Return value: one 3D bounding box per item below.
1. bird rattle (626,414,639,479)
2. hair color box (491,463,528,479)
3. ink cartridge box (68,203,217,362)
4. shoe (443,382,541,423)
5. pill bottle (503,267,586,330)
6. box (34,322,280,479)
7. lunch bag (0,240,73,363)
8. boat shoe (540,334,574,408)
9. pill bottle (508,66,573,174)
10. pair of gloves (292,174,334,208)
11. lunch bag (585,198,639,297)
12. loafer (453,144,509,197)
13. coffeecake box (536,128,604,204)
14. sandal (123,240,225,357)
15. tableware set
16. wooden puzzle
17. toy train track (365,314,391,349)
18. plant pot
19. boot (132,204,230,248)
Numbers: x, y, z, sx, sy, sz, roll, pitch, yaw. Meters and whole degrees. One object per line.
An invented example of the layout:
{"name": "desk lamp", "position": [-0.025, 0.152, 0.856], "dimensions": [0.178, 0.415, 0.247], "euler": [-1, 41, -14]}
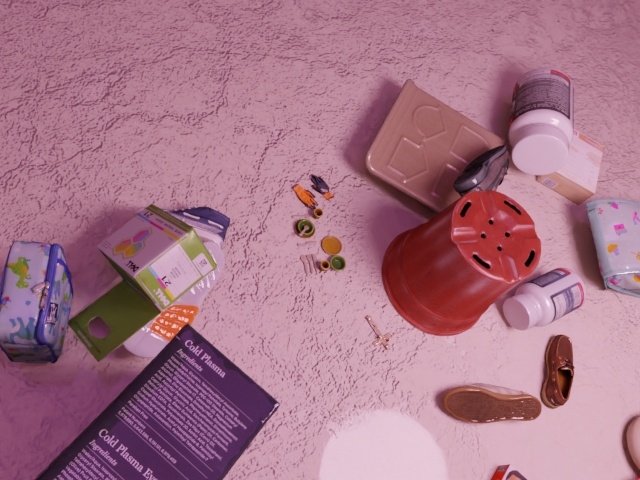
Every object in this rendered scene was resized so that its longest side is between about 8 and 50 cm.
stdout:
{"name": "bird rattle", "position": [0.770, 0.493, 1.251], "dimensions": [0.253, 0.143, 0.207], "euler": [-16, 60, -10]}
{"name": "hair color box", "position": [0.363, 0.528, 1.116], "dimensions": [0.072, 0.043, 0.141], "euler": [41, 60, 5]}
{"name": "ink cartridge box", "position": [-0.342, 0.066, 0.996], "dimensions": [0.255, 0.188, 0.097], "euler": [-41, 128, -22]}
{"name": "shoe", "position": [0.361, 0.348, 1.199], "dimensions": [0.218, 0.058, 0.077], "euler": [9, 94, -10]}
{"name": "pill bottle", "position": [0.521, 0.140, 1.313], "dimensions": [0.180, 0.108, 0.108], "euler": [-19, 73, -25]}
{"name": "box", "position": [-0.249, 0.336, 0.832], "dimensions": [0.179, 0.343, 0.312], "euler": [39, 61, 4]}
{"name": "lunch bag", "position": [-0.473, 0.104, 0.937], "dimensions": [0.090, 0.219, 0.176], "euler": [5, 64, -17]}
{"name": "boat shoe", "position": [0.554, 0.295, 1.278], "dimensions": [0.064, 0.060, 0.178], "euler": [26, 60, -5]}
{"name": "pill bottle", "position": [0.592, -0.320, 1.503], "dimensions": [0.161, 0.161, 0.283], "euler": [25, 53, -6]}
{"name": "pair of gloves", "position": [-0.015, -0.115, 1.311], "dimensions": [0.083, 0.010, 0.074], "euler": [-34, 80, -29]}
{"name": "lunch bag", "position": [0.797, 0.018, 1.435], "dimensions": [0.262, 0.160, 0.224], "euler": [10, 64, -20]}
{"name": "loafer", "position": [0.390, -0.148, 1.328], "dimensions": [0.267, 0.096, 0.084], "euler": [-39, 102, -48]}
{"name": "coffeecake box", "position": [0.698, -0.216, 1.561], "dimensions": [0.142, 0.068, 0.186], "euler": [28, 61, -4]}
{"name": "sandal", "position": [-0.281, 0.114, 1.080], "dimensions": [0.102, 0.076, 0.265], "euler": [50, 55, -23]}
{"name": "tableware set", "position": [0.000, 0.000, 1.255], "dimensions": [0.104, 0.024, 0.154], "euler": [-6, 67, -21]}
{"name": "wooden puzzle", "position": [0.298, -0.205, 1.423], "dimensions": [0.347, 0.080, 0.322], "euler": [33, 60, -7]}
{"name": "toy train track", "position": [0.126, 0.198, 1.209], "dimensions": [0.048, 0.014, 0.083], "euler": [-27, 76, -27]}
{"name": "plant pot", "position": [0.309, 0.039, 1.200], "dimensions": [0.272, 0.265, 0.273], "euler": [7, 64, -16]}
{"name": "boot", "position": [-0.286, -0.040, 1.164], "dimensions": [0.189, 0.069, 0.086], "euler": [22, 47, -10]}
